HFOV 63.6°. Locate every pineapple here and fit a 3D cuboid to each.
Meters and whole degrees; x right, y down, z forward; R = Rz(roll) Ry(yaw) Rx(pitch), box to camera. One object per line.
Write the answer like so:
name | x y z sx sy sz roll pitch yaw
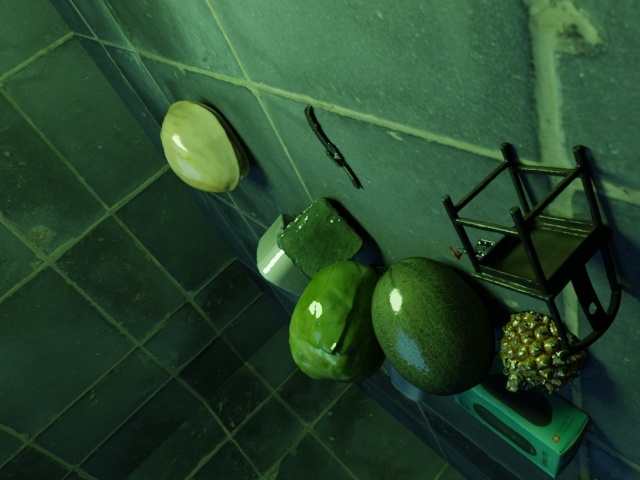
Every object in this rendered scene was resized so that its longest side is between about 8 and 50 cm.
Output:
pineapple | 0.403 0.236 0.999 0.161 0.137 0.176 50 163 -12

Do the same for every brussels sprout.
brussels sprout | 0.061 0.210 1.276 0.247 0.328 0.328 26 155 37

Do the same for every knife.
knife | 0.022 -0.201 1.151 0.222 0.021 0.045 55 160 -23

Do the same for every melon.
melon | 0.237 0.180 1.112 0.302 0.237 0.237 59 164 2

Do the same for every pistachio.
pistachio | -0.362 -0.288 1.607 0.309 0.230 0.230 46 165 -12

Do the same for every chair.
chair | 0.303 0.012 0.714 0.141 0.154 0.260 22 148 58

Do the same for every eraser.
eraser | -0.043 0.079 1.621 0.331 0.150 0.331 36 -170 -7

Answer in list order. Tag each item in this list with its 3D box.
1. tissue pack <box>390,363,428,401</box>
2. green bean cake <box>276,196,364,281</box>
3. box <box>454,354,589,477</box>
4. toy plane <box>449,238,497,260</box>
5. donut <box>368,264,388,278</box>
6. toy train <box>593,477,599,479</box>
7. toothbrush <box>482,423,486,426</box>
tissue pack | 0.280 0.298 1.349 0.124 0.201 0.271 44 164 27
green bean cake | 0.000 0.000 1.380 0.183 0.185 0.094 46 -172 -4
box | 0.476 0.413 1.271 0.311 0.118 0.205 34 158 37
toy plane | 0.297 0.027 0.962 0.060 0.037 0.145 45 163 -34
donut | 0.199 0.176 1.472 0.235 0.089 0.235 41 164 14
toy train | 0.719 0.687 1.382 0.099 0.081 0.149 41 168 21
toothbrush | 0.499 0.513 1.614 0.029 0.025 0.307 43 166 43
